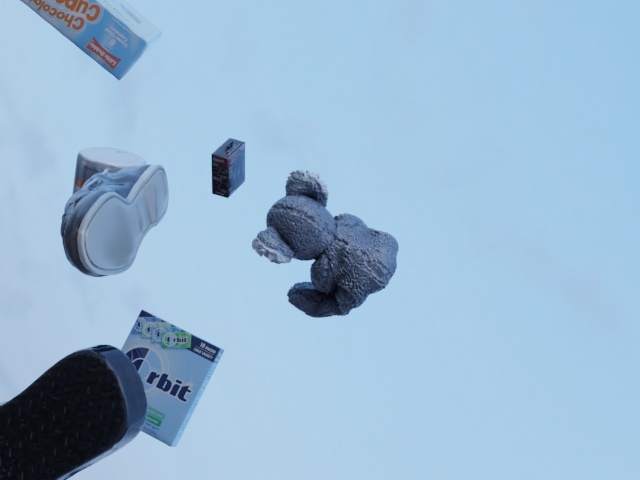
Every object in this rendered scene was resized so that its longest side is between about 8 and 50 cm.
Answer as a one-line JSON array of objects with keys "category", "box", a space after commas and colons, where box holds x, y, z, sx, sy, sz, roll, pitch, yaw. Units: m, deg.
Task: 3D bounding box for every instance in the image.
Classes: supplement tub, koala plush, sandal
[{"category": "supplement tub", "box": [-0.358, -0.053, 1.900, 0.117, 0.117, 0.190, 29, -64, 48]}, {"category": "koala plush", "box": [0.000, 0.000, 1.900, 0.221, 0.196, 0.203, 40, -20, -23]}, {"category": "sandal", "box": [-0.371, 0.267, 1.477, 0.446, 0.107, 0.167, -27, -100, 31]}]

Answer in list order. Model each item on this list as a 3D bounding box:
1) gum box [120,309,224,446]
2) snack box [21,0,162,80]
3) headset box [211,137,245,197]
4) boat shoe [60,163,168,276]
[{"category": "gum box", "box": [-0.276, 0.234, 1.943, 0.157, 0.184, 0.041, 25, -6, 11]}, {"category": "snack box", "box": [-0.327, -0.314, 1.293, 0.322, 0.060, 0.187, 39, 10, -11]}, {"category": "headset box", "box": [-0.148, -0.120, 1.831, 0.032, 0.062, 0.083, 17, -54, 18]}, {"category": "boat shoe", "box": [-0.293, -0.027, 1.527, 0.335, 0.096, 0.112, -61, 145, -70]}]
